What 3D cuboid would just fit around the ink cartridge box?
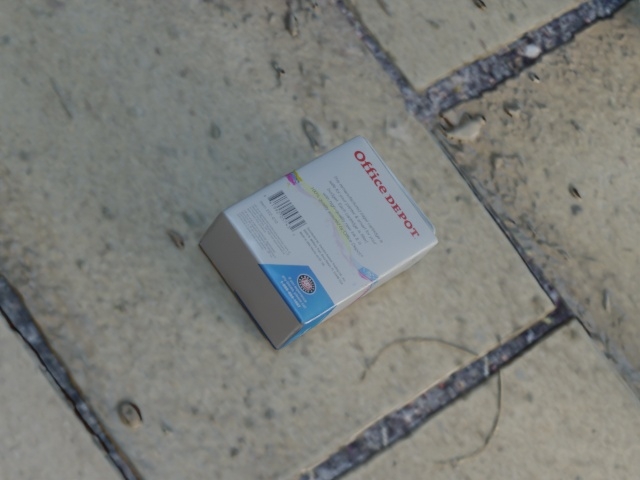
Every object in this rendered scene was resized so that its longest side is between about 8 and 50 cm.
[{"bbox_3d":[0.000,0.000,1.192,0.122,0.052,0.088,-31,80,-32],"label":"ink cartridge box"}]
